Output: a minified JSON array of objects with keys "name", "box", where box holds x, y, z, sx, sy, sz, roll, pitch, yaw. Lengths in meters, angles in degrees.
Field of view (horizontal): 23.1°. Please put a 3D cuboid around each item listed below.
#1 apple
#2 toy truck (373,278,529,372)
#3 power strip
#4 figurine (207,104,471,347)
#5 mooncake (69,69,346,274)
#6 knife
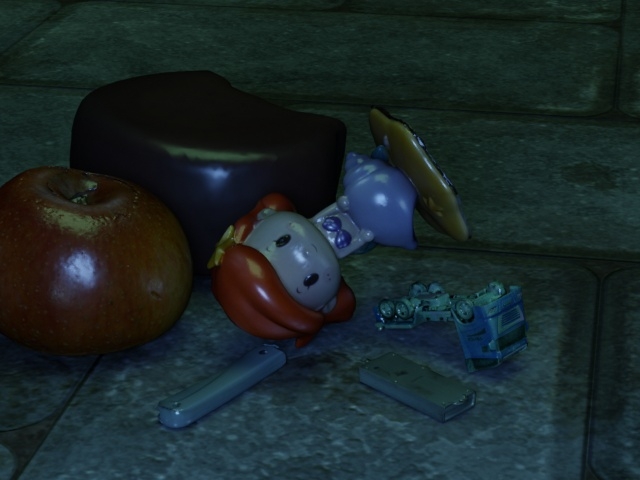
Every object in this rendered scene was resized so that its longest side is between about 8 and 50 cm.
[{"name":"apple","box":[-0.249,0.016,1.625,0.234,0.173,0.210,-1,24,-5]},{"name":"toy truck","box":[0.130,0.088,1.603,0.175,0.081,0.067,-4,15,46]},{"name":"power strip","box":[0.089,0.139,1.529,0.051,0.019,0.136,-24,33,-39]},{"name":"figurine","box":[0.005,0.007,1.612,0.257,0.181,0.208,-34,31,-9]},{"name":"mooncake","box":[-0.135,-0.083,1.851,0.325,0.174,0.334,7,21,8]},{"name":"knife","box":[-0.098,0.140,1.527,0.044,0.023,0.162,13,27,36]}]
